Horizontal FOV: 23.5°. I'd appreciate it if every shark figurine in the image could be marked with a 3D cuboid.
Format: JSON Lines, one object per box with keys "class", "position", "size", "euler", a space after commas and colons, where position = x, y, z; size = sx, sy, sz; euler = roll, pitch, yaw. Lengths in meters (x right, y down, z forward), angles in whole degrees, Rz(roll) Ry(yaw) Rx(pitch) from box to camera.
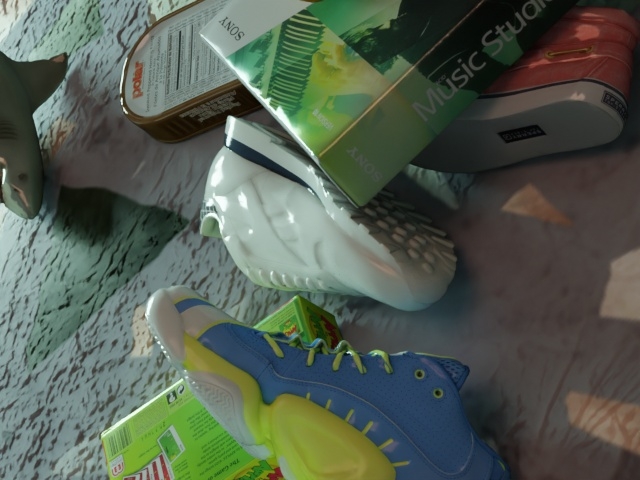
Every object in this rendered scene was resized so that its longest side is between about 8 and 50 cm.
{"class": "shark figurine", "position": [-0.273, -0.161, 1.294], "size": [0.116, 0.278, 0.166], "euler": [-21, 10, -15]}

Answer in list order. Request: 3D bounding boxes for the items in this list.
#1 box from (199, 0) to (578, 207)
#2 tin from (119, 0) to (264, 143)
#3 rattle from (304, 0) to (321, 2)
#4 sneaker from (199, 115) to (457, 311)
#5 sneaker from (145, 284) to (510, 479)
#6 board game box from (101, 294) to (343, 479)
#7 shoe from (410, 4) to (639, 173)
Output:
{"class": "box", "position": [0.082, -0.192, 1.004], "size": [0.322, 0.058, 0.232], "euler": [-45, 35, 3]}
{"class": "tin", "position": [-0.078, -0.143, 1.184], "size": [0.190, 0.040, 0.106], "euler": [-20, 51, 31]}
{"class": "rattle", "position": [-0.002, -0.263, 1.054], "size": [0.200, 0.130, 0.142], "euler": [42, 136, 52]}
{"class": "sneaker", "position": [0.000, 0.000, 1.018], "size": [0.235, 0.090, 0.094], "euler": [38, 105, 49]}
{"class": "sneaker", "position": [0.012, 0.091, 0.908], "size": [0.126, 0.091, 0.240], "euler": [-44, 82, -8]}
{"class": "board game box", "position": [-0.059, 0.126, 1.015], "size": [0.181, 0.043, 0.092], "euler": [-36, 49, 20]}
{"class": "shoe", "position": [0.120, -0.097, 0.977], "size": [0.178, 0.063, 0.081], "euler": [-7, 53, 40]}
